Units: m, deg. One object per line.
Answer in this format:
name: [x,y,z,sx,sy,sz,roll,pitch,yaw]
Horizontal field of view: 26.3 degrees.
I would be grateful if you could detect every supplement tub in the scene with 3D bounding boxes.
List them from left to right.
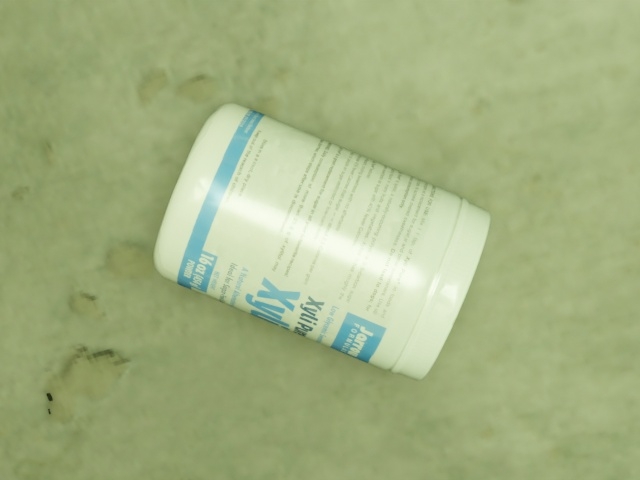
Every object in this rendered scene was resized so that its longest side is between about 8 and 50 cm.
supplement tub: [0.000,0.000,0.497,0.107,0.071,0.071,23,109,1]
